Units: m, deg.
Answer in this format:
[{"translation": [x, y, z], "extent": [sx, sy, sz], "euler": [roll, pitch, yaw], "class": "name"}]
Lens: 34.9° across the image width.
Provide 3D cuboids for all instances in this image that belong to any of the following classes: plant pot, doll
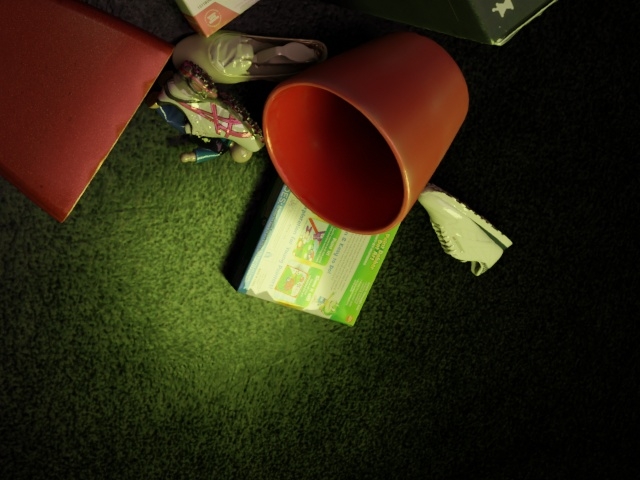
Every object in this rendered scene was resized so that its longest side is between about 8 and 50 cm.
[{"translation": [-0.379, -0.218, 1.357], "extent": [0.235, 0.267, 0.267], "euler": [32, 93, -21], "class": "plant pot"}, {"translation": [0.087, -0.187, 1.581], "extent": [0.243, 0.275, 0.275], "euler": [-44, 125, -34], "class": "plant pot"}, {"translation": [-0.182, -0.178, 1.581], "extent": [0.189, 0.046, 0.129], "euler": [35, 80, -32], "class": "doll"}]

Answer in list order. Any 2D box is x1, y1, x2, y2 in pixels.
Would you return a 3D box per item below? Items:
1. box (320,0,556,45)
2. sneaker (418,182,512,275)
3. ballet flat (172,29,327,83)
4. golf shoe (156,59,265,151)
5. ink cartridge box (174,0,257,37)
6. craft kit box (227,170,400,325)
[{"translation": [0.101, -0.555, 1.328], "extent": [0.297, 0.472, 0.480], "euler": [-39, 122, -8], "class": "box"}, {"translation": [0.248, -0.019, 1.842], "extent": [0.235, 0.090, 0.095], "euler": [35, 101, -31], "class": "sneaker"}, {"translation": [-0.100, -0.284, 1.559], "extent": [0.248, 0.086, 0.086], "euler": [-3, 111, -28], "class": "ballet flat"}, {"translation": [-0.163, -0.188, 1.533], "extent": [0.086, 0.067, 0.186], "euler": [-43, 123, 12], "class": "golf shoe"}, {"translation": [-0.181, -0.412, 1.479], "extent": [0.115, 0.067, 0.198], "euler": [-38, 121, -8], "class": "ink cartridge box"}, {"translation": [0.000, 0.000, 1.740], "extent": [0.246, 0.061, 0.250], "euler": [20, 99, -29], "class": "craft kit box"}]
